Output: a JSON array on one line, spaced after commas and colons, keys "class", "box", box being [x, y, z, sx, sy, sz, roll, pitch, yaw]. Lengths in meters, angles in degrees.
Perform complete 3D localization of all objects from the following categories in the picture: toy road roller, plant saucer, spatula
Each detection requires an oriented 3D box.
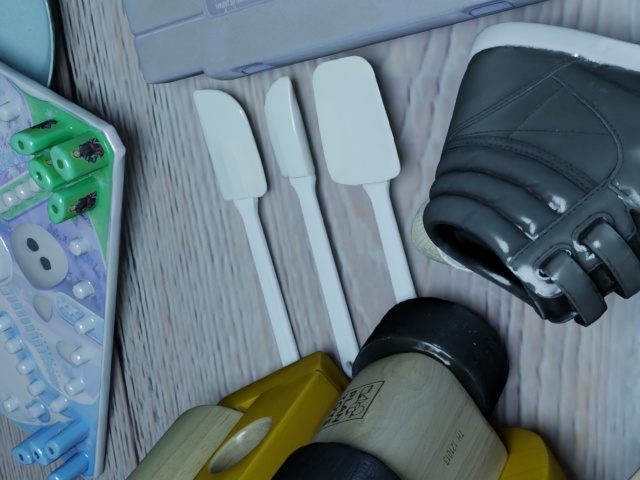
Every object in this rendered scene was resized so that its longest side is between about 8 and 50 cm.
[{"class": "toy road roller", "box": [0.018, 0.215, 0.635, 0.330, 0.202, 0.240, -27, 104, 39]}, {"class": "plant saucer", "box": [-0.279, -0.182, 0.792, 0.195, 0.037, 0.194, 13, 114, 30]}, {"class": "spatula", "box": [0.000, 0.000, 0.669, 0.168, 0.019, 0.241, -5, 107, 36]}]

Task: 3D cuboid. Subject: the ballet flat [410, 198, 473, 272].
[{"class": "ballet flat", "box": [0.119, -0.005, 0.572, 0.168, 0.052, 0.057, -3, 106, 35]}]

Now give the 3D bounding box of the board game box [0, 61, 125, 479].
[{"class": "board game box", "box": [-0.345, -0.002, 0.865, 0.390, 0.050, 0.389, 30, 129, 23]}]

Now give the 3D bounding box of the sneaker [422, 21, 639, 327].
[{"class": "sneaker", "box": [0.181, -0.013, 0.456, 0.296, 0.104, 0.146, 16, 74, 35]}]

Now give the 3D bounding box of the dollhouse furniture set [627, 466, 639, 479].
[{"class": "dollhouse furniture set", "box": [0.290, 0.272, 0.518, 0.355, 0.303, 0.174, 49, 173, -30]}]

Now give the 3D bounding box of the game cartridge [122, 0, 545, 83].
[{"class": "game cartridge", "box": [0.006, -0.231, 0.567, 0.355, 0.068, 0.230, -6, 107, 36]}]
